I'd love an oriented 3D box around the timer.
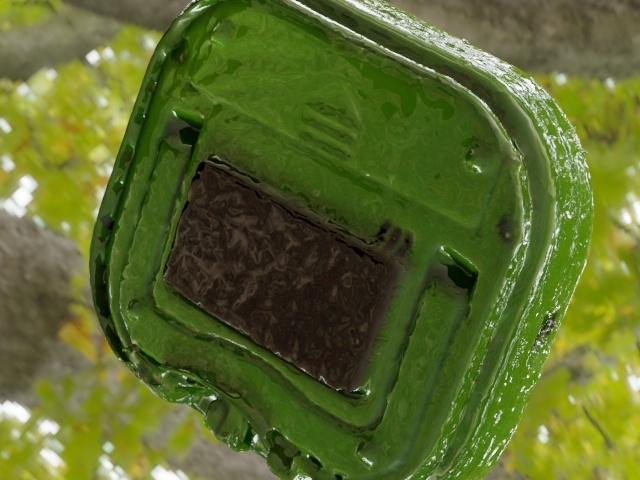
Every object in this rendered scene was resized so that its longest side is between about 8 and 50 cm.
[{"bbox_3d":[0.000,0.000,0.511,0.140,0.047,0.128,31,-71,31],"label":"timer"}]
